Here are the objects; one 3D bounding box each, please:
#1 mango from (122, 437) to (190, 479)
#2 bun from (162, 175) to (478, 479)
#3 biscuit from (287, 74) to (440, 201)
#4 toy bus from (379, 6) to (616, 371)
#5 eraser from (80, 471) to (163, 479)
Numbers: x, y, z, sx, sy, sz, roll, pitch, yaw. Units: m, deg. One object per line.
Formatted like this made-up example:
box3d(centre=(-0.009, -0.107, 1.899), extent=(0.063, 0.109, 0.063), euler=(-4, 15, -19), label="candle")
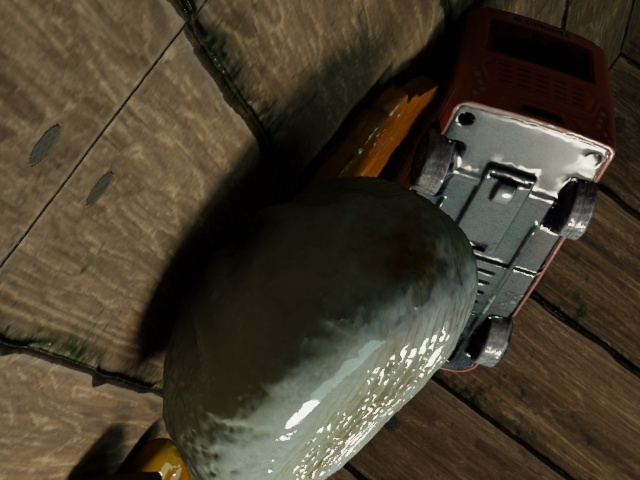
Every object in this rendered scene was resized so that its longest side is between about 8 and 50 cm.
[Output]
box3d(centre=(-0.183, 0.258, 2.148), extent=(0.080, 0.060, 0.114), euler=(-24, 156, -40), label="mango")
box3d(centre=(-0.013, 0.087, 1.843), extent=(0.362, 0.211, 0.362), euler=(-43, 169, -11), label="bun")
box3d(centre=(0.037, -0.086, 2.029), extent=(0.280, 0.043, 0.183), euler=(-41, 162, -35), label="biscuit")
box3d(centre=(0.168, -0.049, 2.251), extent=(0.427, 0.203, 0.233), euler=(117, -14, -46), label="toy bus")
box3d(centre=(-0.209, 0.304, 2.066), extent=(0.352, 0.089, 0.061), euler=(107, -21, -66), label="eraser")
